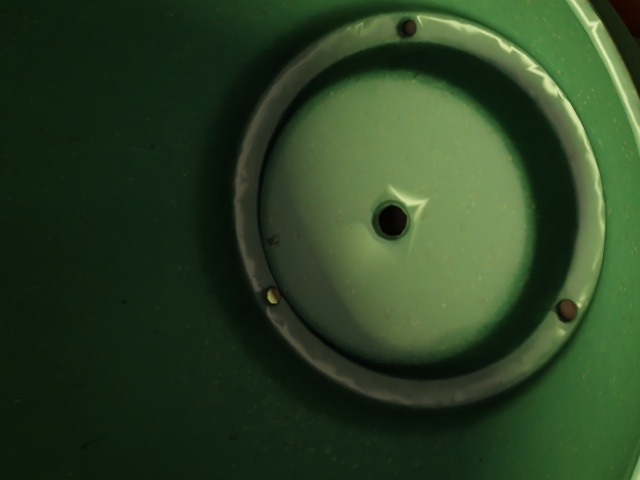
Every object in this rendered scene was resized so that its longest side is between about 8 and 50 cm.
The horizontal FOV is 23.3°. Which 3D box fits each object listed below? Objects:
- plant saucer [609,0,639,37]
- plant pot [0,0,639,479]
[{"bbox_3d":[0.042,-0.223,0.585,0.259,0.048,0.258,15,104,21],"label":"plant saucer"},{"bbox_3d":[0.000,0.000,0.555,0.293,0.196,0.293,4,99,23],"label":"plant pot"}]
